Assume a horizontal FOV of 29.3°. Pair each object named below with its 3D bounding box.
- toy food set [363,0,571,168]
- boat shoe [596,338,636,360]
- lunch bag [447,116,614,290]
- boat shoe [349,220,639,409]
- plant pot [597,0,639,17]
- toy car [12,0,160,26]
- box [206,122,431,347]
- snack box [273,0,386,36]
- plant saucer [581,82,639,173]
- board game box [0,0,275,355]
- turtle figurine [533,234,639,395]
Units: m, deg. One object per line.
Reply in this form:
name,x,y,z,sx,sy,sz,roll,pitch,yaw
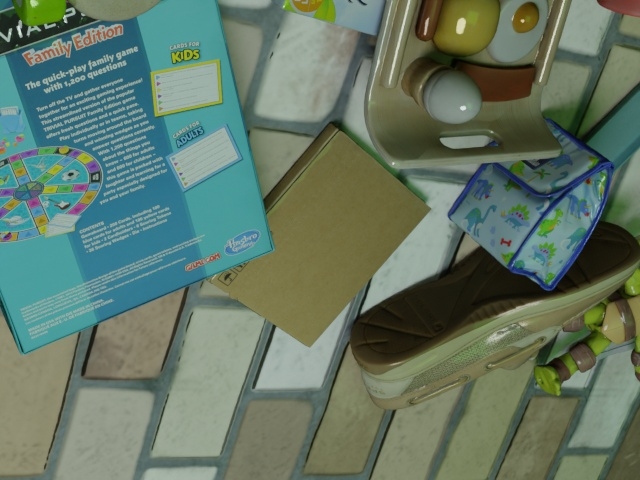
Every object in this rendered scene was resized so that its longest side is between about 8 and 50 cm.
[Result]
toy food set,0.174,-0.213,1.100,0.220,0.092,0.306,-6,123,-34
boat shoe,0.351,0.127,1.534,0.100,0.035,0.035,-13,96,-19
lunch bag,0.227,-0.047,1.294,0.096,0.129,0.151,27,103,-38
boat shoe,0.199,0.082,1.370,0.341,0.121,0.110,-22,131,-4
plant pot,0.399,-0.341,1.148,0.275,0.275,0.243,-10,112,-24
toy car,-0.172,-0.270,0.905,0.155,0.188,0.149,-17,146,-23
box,0.000,0.000,1.261,0.201,0.021,0.164,-49,129,4
snack box,0.066,-0.273,1.105,0.207,0.070,0.174,9,113,-33
plant saucer,0.340,-0.123,1.384,0.192,0.018,0.067,-44,130,2
board game box,-0.196,-0.095,1.056,0.254,0.079,0.336,-23,126,-16
turtle figurine,0.349,0.084,1.469,0.217,0.087,0.269,-20,116,-12
